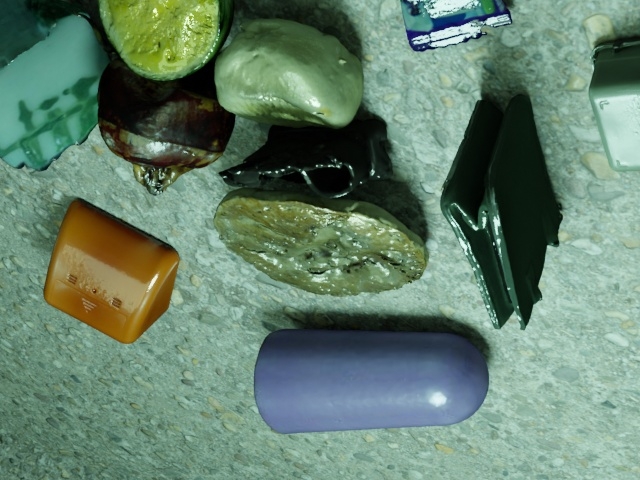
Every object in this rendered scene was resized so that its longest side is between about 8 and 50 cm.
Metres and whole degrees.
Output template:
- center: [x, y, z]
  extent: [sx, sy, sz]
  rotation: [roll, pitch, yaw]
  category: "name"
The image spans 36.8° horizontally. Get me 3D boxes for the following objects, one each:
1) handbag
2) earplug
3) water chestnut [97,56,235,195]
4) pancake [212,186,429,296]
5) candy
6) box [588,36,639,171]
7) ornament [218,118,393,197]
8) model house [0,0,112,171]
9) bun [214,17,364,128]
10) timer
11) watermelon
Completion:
- center: [0.261, -0.040, 1.334]
  extent: [0.079, 0.247, 0.260]
  rotation: [-4, 131, 29]
  category: "handbag"
- center: [0.106, 0.265, 1.848]
  extent: [0.455, 0.215, 0.215]
  rotation: [-7, 130, 34]
  category: "earplug"
- center: [-0.253, -0.191, 1.519]
  extent: [0.223, 0.223, 0.238]
  rotation: [21, 110, 11]
  category: "water chestnut"
- center: [0.000, 0.000, 1.631]
  extent: [0.386, 0.082, 0.387]
  rotation: [11, 159, 4]
  category: "pancake"
- center: [0.131, -0.360, 1.197]
  extent: [0.145, 0.070, 0.275]
  rotation: [-9, 127, 29]
  category: "candy"
- center: [0.409, -0.164, 1.217]
  extent: [0.124, 0.093, 0.172]
  rotation: [-2, 133, 35]
  category: "box"
- center: [-0.042, -0.112, 1.442]
  extent: [0.251, 0.260, 0.106]
  rotation: [2, 107, 33]
  category: "ornament"
- center: [-0.536, -0.329, 1.586]
  extent: [0.329, 0.251, 0.295]
  rotation: [44, 171, 18]
  category: "model house"
- center: [-0.045, -0.242, 1.392]
  extent: [0.229, 0.145, 0.229]
  rotation: [7, 179, 0]
  category: "bun"
- center: [-0.444, 0.061, 2.047]
  extent: [0.257, 0.161, 0.250]
  rotation: [28, 129, 3]
  category: "timer"
- center: [-0.214, -0.340, 1.388]
  extent: [0.204, 0.127, 0.232]
  rotation: [48, 125, 1]
  category: "watermelon"
